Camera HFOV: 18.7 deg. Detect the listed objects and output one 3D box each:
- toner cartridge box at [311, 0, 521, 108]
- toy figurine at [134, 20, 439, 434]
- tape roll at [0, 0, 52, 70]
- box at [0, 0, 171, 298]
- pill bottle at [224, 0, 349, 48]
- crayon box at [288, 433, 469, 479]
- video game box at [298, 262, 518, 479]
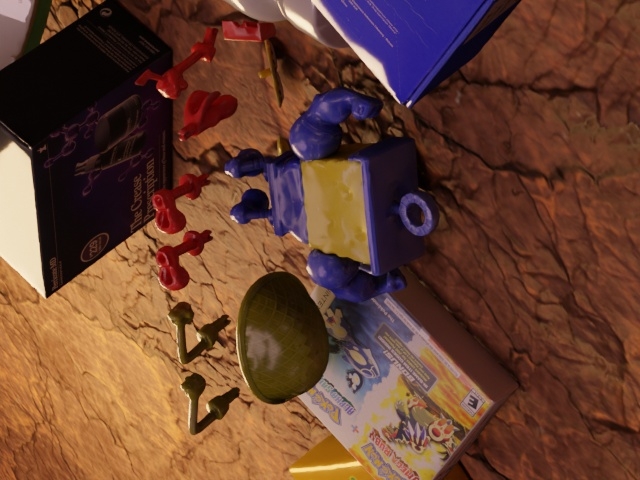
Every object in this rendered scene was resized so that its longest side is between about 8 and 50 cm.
[{"bbox_3d":[-0.008,-0.263,1.231,0.348,0.075,0.165,50,153,5],"label":"toner cartridge box"},{"bbox_3d":[0.000,0.000,1.652,0.217,0.191,0.363,7,111,35],"label":"toy figurine"},{"bbox_3d":[-0.354,-0.199,1.849,0.077,0.321,0.321,22,147,8],"label":"tape roll"},{"bbox_3d":[-0.248,-0.089,1.970,0.103,0.184,0.261,43,153,23],"label":"box"},{"bbox_3d":[-0.045,-0.243,1.496,0.229,0.131,0.131,37,150,32],"label":"pill bottle"},{"bbox_3d":[0.093,0.295,1.986,0.323,0.083,0.203,57,154,-6],"label":"crayon box"},{"bbox_3d":[0.062,0.123,1.805,0.205,0.048,0.187,46,136,16],"label":"video game box"}]
